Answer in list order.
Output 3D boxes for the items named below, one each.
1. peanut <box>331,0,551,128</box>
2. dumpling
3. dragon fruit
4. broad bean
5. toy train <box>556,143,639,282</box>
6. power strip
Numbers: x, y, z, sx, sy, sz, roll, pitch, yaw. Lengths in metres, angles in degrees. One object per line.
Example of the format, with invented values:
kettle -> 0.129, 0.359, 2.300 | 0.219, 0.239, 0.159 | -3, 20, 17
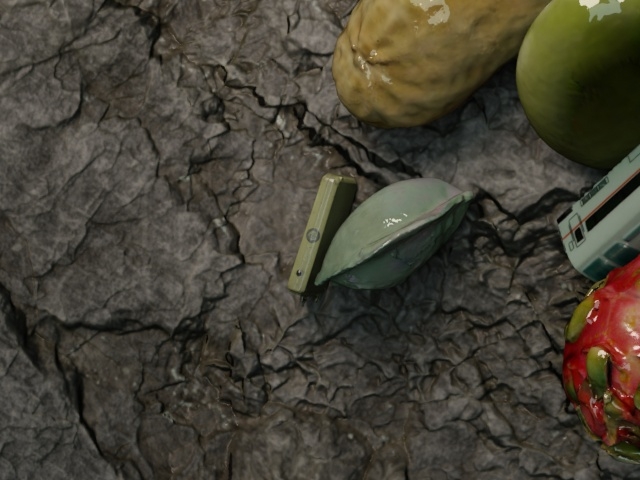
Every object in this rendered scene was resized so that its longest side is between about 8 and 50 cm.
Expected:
peanut -> 0.170, -0.281, 1.805 | 0.387, 0.192, 0.169 | -40, 53, 17
dumpling -> 0.088, 0.004, 1.864 | 0.217, 0.149, 0.105 | -31, 120, 11
dragon fruit -> 0.400, 0.115, 1.689 | 0.303, 0.231, 0.237 | -28, 88, -28
broad bean -> 0.339, -0.200, 1.728 | 0.238, 0.119, 0.291 | 12, 131, -12
toy train -> 0.422, -0.101, 1.685 | 0.407, 0.086, 0.088 | -47, 32, 34
power strip -> 0.000, 0.000, 1.925 | 0.028, 0.076, 0.168 | 20, 95, 21
